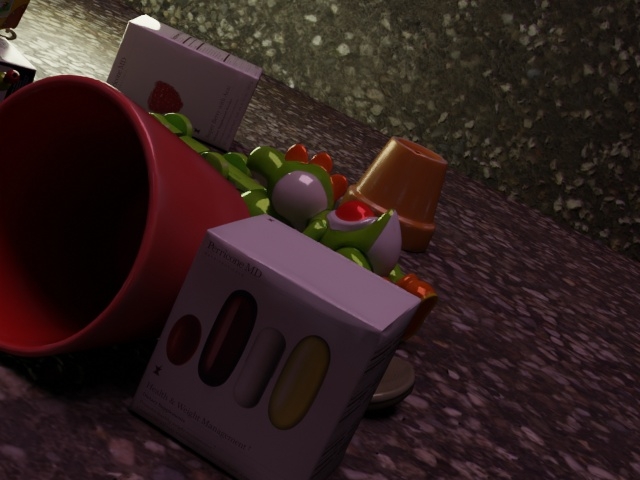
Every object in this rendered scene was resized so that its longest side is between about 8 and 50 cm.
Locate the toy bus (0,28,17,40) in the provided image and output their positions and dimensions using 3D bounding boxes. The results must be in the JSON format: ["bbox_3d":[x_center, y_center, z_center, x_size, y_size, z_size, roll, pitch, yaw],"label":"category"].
[{"bbox_3d":[-0.705,-0.446,1.931,0.202,0.191,0.104,18,60,-22],"label":"toy bus"}]

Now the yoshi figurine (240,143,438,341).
[{"bbox_3d":[-0.012,0.020,1.456,0.203,0.203,0.362,-32,65,-23],"label":"yoshi figurine"}]

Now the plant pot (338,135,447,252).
[{"bbox_3d":[0.167,-0.105,2.004,0.205,0.188,0.205,23,16,-7],"label":"plant pot"}]

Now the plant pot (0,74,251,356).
[{"bbox_3d":[-0.213,-0.008,1.018,0.275,0.275,0.243,33,6,27],"label":"plant pot"}]

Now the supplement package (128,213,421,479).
[{"bbox_3d":[-0.042,0.112,0.949,0.194,0.203,0.149,29,16,14],"label":"supplement package"}]

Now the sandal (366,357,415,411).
[{"bbox_3d":[-0.015,0.126,1.160,0.303,0.086,0.120,20,16,-18],"label":"sandal"}]

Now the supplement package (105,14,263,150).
[{"bbox_3d":[-0.294,-0.342,2.088,0.293,0.177,0.175,23,16,-7],"label":"supplement package"}]

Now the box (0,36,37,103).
[{"bbox_3d":[-0.647,-0.311,1.613,0.290,0.087,0.169,11,22,-43],"label":"box"}]

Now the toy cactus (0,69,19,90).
[{"bbox_3d":[-0.580,-0.232,1.455,0.219,0.112,0.180,-16,11,-29],"label":"toy cactus"}]

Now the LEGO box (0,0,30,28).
[{"bbox_3d":[-0.738,-0.523,1.575,0.372,0.193,0.500,33,17,5],"label":"LEGO box"}]

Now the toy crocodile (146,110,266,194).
[{"bbox_3d":[-0.231,-0.139,1.698,0.341,0.105,0.115,33,17,12],"label":"toy crocodile"}]
